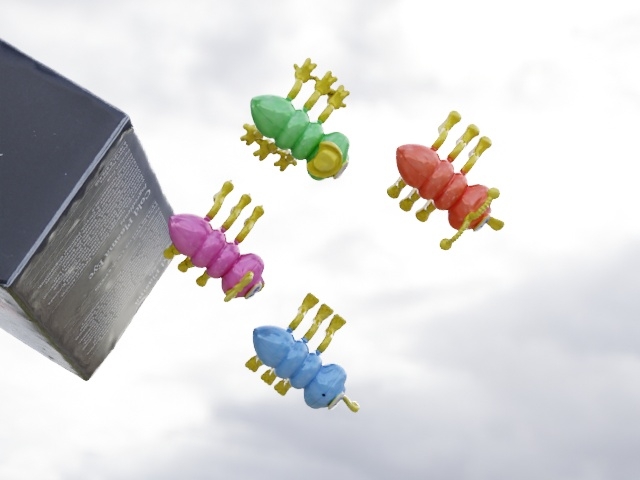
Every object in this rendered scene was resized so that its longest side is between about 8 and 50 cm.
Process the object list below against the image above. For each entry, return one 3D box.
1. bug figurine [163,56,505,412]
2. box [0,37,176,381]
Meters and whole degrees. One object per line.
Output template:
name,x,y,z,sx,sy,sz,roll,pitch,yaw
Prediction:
bug figurine,0.000,0.000,1.454,0.216,0.279,0.072,35,19,-5
box,-0.322,-0.065,1.652,0.343,0.179,0.312,31,-12,14
